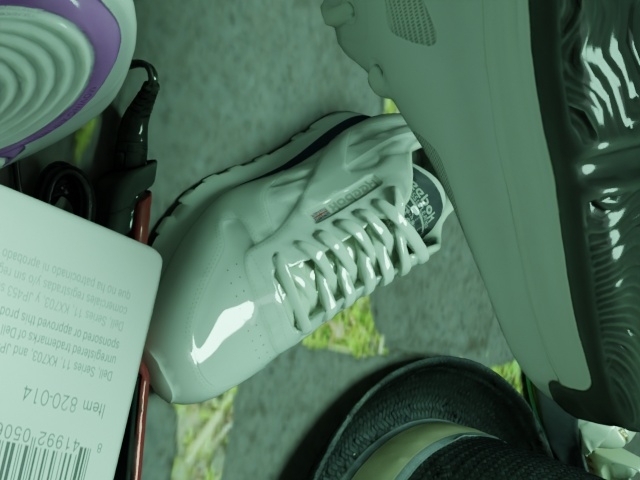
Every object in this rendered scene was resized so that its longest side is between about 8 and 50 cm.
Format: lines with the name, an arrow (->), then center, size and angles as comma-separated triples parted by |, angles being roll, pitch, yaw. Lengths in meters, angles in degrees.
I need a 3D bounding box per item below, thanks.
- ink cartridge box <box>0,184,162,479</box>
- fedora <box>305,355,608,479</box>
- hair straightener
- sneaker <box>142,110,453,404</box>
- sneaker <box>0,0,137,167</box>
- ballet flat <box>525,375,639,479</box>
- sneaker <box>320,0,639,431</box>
ink cartridge box -> -0.190, 0.143, 0.408 | 0.207, 0.119, 0.353 | 26, 72, -52
fedora -> 0.115, 0.222, 0.795 | 0.334, 0.152, 0.334 | 2, 87, -55
hair straightener -> -0.105, 0.031, 0.572 | 0.089, 0.047, 0.230 | 18, 80, -54
sneaker -> 0.000, 0.000, 0.675 | 0.235, 0.095, 0.090 | -45, 130, -39
sneaker -> -0.118, -0.137, 0.417 | 0.114, 0.305, 0.152 | -4, 56, -18
ballet flat -> 0.208, 0.151, 0.999 | 0.074, 0.074, 0.203 | -47, 129, -40
sneaker -> 0.027, -0.147, 0.534 | 0.169, 0.257, 0.448 | -14, 95, -45
